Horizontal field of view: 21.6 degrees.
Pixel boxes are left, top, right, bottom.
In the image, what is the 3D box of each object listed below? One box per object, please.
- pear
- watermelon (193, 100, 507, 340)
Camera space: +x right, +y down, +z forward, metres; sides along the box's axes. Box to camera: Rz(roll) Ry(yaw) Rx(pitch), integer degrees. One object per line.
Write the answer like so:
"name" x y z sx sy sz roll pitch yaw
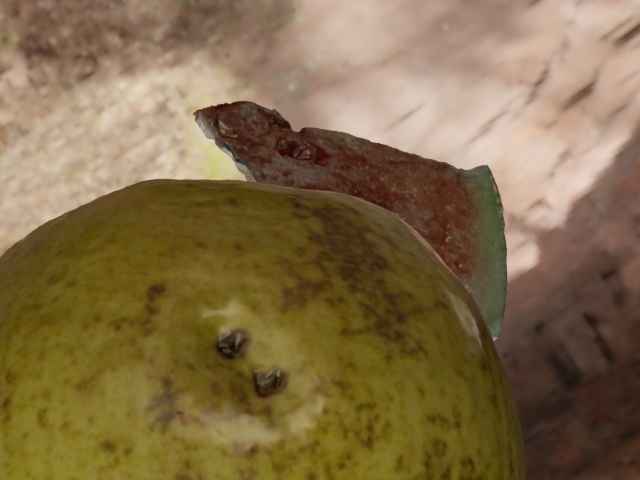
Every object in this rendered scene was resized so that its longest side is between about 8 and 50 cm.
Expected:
"pear" -0.032 0.084 0.526 0.197 0.197 0.197 -32 171 -6
"watermelon" 0.024 -0.001 0.757 0.121 0.098 0.158 -16 137 5
